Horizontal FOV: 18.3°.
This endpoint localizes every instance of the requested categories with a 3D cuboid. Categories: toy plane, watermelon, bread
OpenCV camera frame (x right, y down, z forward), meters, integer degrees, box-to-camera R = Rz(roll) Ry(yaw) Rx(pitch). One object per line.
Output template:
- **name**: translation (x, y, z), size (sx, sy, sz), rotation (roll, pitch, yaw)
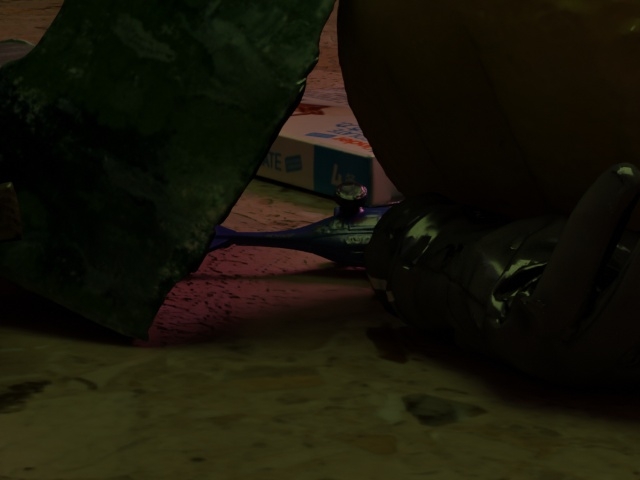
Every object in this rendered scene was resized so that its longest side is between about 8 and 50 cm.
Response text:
- **toy plane**: translation (0.000, 0.000, 1.273), size (0.167, 0.054, 0.062), rotation (0, 38, -4)
- **watermelon**: translation (-0.119, -0.084, 1.213), size (0.151, 0.264, 0.302), rotation (30, -1, -9)
- **bread**: translation (0.165, -0.105, 1.159), size (0.237, 0.320, 0.320), rotation (-43, 31, -18)

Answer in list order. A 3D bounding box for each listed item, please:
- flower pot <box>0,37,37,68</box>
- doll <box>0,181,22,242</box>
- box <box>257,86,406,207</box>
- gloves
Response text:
- **flower pot**: translation (-0.311, -0.111, 1.606), size (0.229, 0.103, 0.108), rotation (10, 17, 33)
- **doll**: translation (-0.245, -0.001, 1.105), size (0.221, 0.115, 0.105), rotation (0, -30, 30)
- **box**: translation (0.056, -0.086, 1.646), size (0.265, 0.048, 0.273), rotation (-9, 17, -36)
- **gloves**: translation (0.142, 0.021, 1.043), size (0.142, 0.119, 0.285), rotation (-9, 1, -36)
